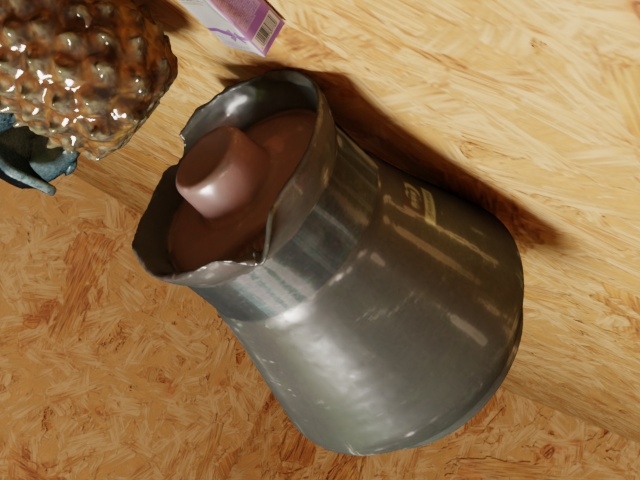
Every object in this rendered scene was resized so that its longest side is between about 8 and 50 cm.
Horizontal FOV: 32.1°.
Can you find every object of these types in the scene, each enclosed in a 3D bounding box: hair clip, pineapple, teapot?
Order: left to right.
[{"bbox_3d":[-0.300,-0.226,1.014,0.361,0.175,0.175,38,171,-10],"label":"pineapple"},{"bbox_3d":[-0.362,-0.175,1.313,0.194,0.206,0.310,20,169,20],"label":"hair clip"},{"bbox_3d":[0.000,0.000,1.131,0.362,0.305,0.376,43,-166,-35],"label":"teapot"}]

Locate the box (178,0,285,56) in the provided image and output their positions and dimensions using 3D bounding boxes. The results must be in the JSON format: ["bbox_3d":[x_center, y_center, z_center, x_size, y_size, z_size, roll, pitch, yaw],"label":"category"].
[{"bbox_3d":[-0.082,-0.191,0.873,0.050,0.036,0.117,20,170,39],"label":"box"}]
